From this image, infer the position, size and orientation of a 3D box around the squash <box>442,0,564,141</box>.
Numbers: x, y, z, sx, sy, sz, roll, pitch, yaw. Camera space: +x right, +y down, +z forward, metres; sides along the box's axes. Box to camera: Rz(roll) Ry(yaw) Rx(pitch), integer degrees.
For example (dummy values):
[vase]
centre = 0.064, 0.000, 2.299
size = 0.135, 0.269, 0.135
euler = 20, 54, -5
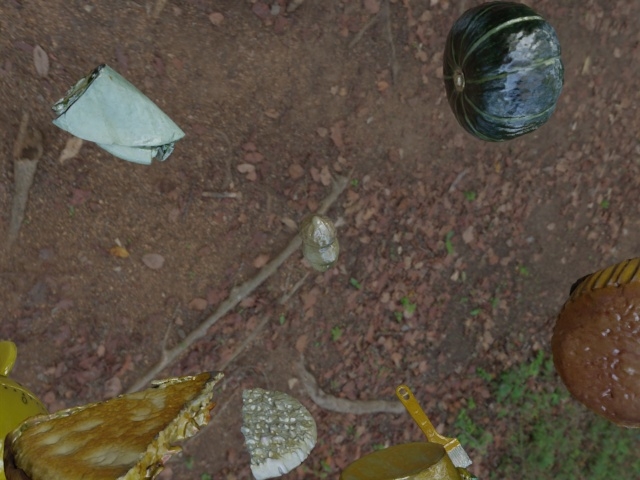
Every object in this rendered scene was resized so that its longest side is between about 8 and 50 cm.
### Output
[squash]
centre = 0.327, -0.307, 1.048
size = 0.165, 0.252, 0.252
euler = -14, 124, -6

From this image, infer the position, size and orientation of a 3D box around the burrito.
[burrito]
centre = -0.197, -0.116, 0.568
size = 0.118, 0.044, 0.074
euler = 37, 89, -41

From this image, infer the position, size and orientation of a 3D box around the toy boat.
[toy boat]
centre = 0.103, 0.307, 0.698
size = 0.230, 0.089, 0.088
euler = -8, 100, -23

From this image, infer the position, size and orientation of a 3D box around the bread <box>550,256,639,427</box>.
[bread]
centre = 0.358, 0.116, 0.621
size = 0.104, 0.199, 0.199
euler = -27, 129, -46

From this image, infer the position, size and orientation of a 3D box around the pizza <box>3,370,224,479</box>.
[pizza]
centre = -0.282, 0.258, 0.745
size = 0.288, 0.252, 0.073
euler = -36, 123, -64

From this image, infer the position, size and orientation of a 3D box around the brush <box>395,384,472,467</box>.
[brush]
centre = 0.288, 0.507, 1.545
size = 0.103, 0.272, 0.013
euler = -27, 147, -13

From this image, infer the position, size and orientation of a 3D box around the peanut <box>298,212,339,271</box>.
[peanut]
centre = -0.001, 0.001, 1.306
size = 0.086, 0.104, 0.227
euler = -34, 156, -11

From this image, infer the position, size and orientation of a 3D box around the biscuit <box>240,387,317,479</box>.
[biscuit]
centre = -0.096, 0.442, 1.319
size = 0.179, 0.281, 0.084
euler = 1, 110, -9

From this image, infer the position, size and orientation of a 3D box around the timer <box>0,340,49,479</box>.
[timer]
centre = -0.687, 0.388, 1.048
size = 0.376, 0.387, 0.375
euler = -17, 120, -33
